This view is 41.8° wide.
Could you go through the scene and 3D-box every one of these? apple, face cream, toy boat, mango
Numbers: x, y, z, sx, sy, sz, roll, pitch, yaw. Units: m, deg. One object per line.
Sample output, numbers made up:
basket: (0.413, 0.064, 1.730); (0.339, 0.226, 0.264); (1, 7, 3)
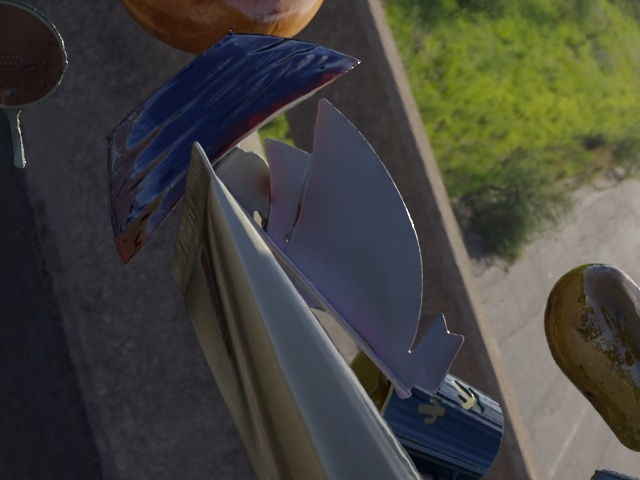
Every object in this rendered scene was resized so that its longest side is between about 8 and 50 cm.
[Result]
apple: (-0.100, -0.304, 0.893); (0.210, 0.173, 0.235); (46, 56, 4)
face cream: (0.005, 0.119, 0.418); (0.084, 0.137, 0.341); (-21, 67, -25)
toy boat: (0.002, -0.029, 0.620); (0.318, 0.072, 0.219); (26, 78, -17)
mango: (0.499, 0.196, 1.405); (0.175, 0.176, 0.330); (-23, 78, -28)

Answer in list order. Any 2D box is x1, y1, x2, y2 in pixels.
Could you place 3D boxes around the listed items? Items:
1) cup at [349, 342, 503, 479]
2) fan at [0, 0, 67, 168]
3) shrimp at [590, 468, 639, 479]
cup: (0.105, 0.212, 0.915); (0.155, 0.131, 0.177); (26, 56, -18)
fan: (-0.216, -0.106, 0.580); (0.005, 0.085, 0.133); (-102, -167, -50)
shrimp: (0.363, 0.315, 1.018); (0.150, 0.217, 0.051); (60, 43, -49)
